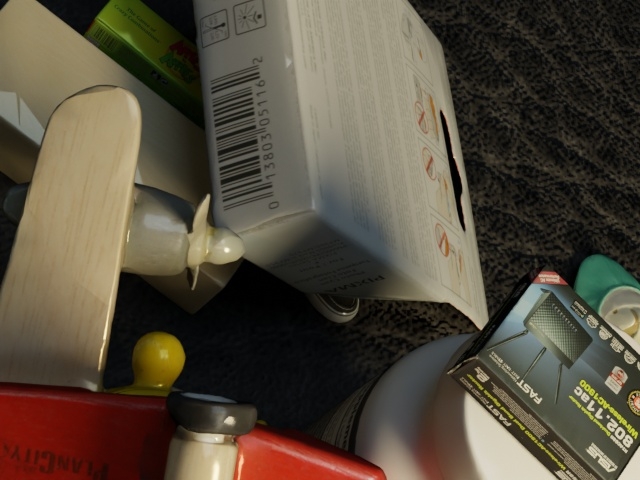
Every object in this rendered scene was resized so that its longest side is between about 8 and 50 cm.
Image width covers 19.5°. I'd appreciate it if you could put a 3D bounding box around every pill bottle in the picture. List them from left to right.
[{"bbox_3d":[0.090,0.190,1.339,0.210,0.363,0.210,12,62,-23],"label":"pill bottle"}]

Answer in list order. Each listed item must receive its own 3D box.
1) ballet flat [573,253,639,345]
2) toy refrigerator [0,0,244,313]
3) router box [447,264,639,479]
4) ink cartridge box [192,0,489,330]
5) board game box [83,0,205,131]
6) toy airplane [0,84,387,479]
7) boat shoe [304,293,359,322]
[{"bbox_3d":[0.274,0.114,1.640,0.083,0.087,0.247,13,61,-21],"label":"ballet flat"},{"bbox_3d":[-0.172,-0.067,1.493,0.269,0.094,0.102,37,62,-7],"label":"toy refrigerator"},{"bbox_3d":[0.153,0.089,1.172,0.122,0.038,0.092,43,56,-4],"label":"router box"},{"bbox_3d":[0.021,-0.096,1.541,0.385,0.091,0.308,36,42,-60],"label":"ink cartridge box"},{"bbox_3d":[-0.119,-0.118,1.542,0.181,0.092,0.043,39,56,-6],"label":"board game box"},{"bbox_3d":[-0.179,0.145,1.294,0.384,0.386,0.272,55,15,15],"label":"toy airplane"},{"bbox_3d":[0.000,0.000,1.579,0.049,0.040,0.142,-12,73,-32],"label":"boat shoe"}]
